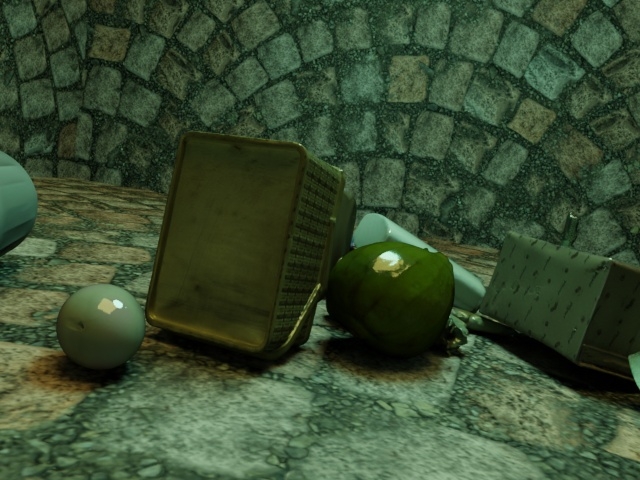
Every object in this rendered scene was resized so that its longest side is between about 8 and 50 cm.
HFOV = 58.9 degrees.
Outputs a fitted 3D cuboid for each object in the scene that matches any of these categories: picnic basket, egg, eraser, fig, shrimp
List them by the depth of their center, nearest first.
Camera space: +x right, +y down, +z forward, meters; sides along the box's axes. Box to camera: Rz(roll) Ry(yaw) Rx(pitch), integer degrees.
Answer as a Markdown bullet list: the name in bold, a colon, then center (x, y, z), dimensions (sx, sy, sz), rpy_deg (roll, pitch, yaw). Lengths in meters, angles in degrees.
- **egg**: center (-0.272, 0.106, 0.706), dimensions (0.103, 0.103, 0.135), rpy_deg (5, 7, -29)
- **picnic basket**: center (-0.112, 0.009, 0.884), dimensions (0.228, 0.312, 0.175), rpy_deg (11, -2, 23)
- **fig**: center (0.128, 0.078, 0.939), dimensions (0.225, 0.202, 0.203), rpy_deg (-37, 29, -23)
- **shrimp**: center (0.261, 0.167, 1.117), dimensions (0.287, 0.068, 0.185), rpy_deg (16, 5, -43)
- **eraser**: center (0.226, 0.052, 1.308), dimensions (0.290, 0.104, 0.189), rpy_deg (31, 9, -18)

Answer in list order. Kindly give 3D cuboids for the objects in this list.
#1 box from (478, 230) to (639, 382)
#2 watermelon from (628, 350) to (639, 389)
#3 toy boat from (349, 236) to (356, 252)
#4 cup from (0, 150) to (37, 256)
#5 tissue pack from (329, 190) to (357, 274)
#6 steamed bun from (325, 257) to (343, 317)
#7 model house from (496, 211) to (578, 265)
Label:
- **box**: center (0.484, 0.117, 1.052), dimensions (0.225, 0.190, 0.297), rpy_deg (17, 4, -17)
- **watermelon**: center (0.595, 0.183, 0.723), dimensions (0.290, 0.213, 0.320), rpy_deg (12, -4, 10)
- **toy boat**: center (0.118, 0.050, 1.508), dimensions (0.309, 0.129, 0.142), rpy_deg (12, 22, 17)
- **cup**: center (-0.683, -0.037, 0.961), dimensions (0.323, 0.236, 0.327), rpy_deg (-23, 14, -9)
- **tissue pack**: center (-0.092, -0.013, 1.203), dimensions (0.277, 0.267, 0.387), rpy_deg (10, 7, 14)
- **steamed bun**: center (0.097, 0.087, 1.112), dimensions (0.175, 0.144, 0.106), rpy_deg (-8, 50, -22)
- **model house**: center (0.535, 0.051, 1.450), dimensions (0.219, 0.278, 0.205), rpy_deg (12, 6, 14)
